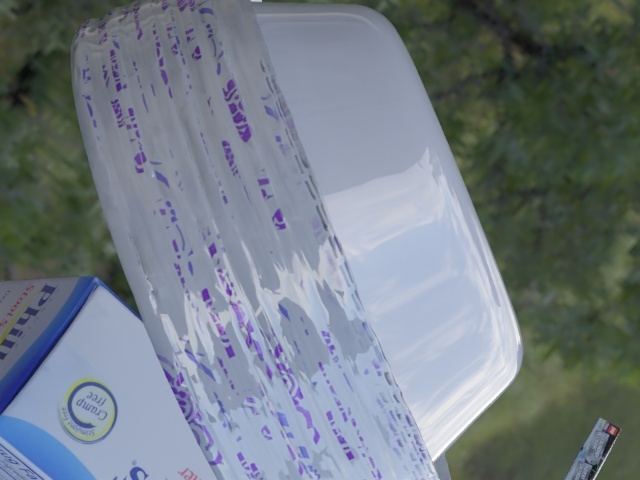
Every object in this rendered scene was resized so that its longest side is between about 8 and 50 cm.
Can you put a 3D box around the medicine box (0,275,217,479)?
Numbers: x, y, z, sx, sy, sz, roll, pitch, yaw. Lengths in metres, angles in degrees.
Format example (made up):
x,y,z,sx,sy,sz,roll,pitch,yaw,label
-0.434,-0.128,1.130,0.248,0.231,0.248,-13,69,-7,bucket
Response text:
x,y,z,sx,sy,sz,roll,pitch,yaw,label
-0.202,0.168,1.349,0.289,0.263,0.149,-5,-133,52,medicine box

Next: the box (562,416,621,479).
x,y,z,sx,sy,sz,roll,pitch,yaw,label
0.259,0.249,1.675,0.094,0.027,0.137,-55,167,-30,box

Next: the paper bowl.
x,y,z,sx,sy,sz,roll,pitch,yaw,label
0.000,0.000,0.802,0.148,0.284,0.284,-23,177,4,paper bowl
